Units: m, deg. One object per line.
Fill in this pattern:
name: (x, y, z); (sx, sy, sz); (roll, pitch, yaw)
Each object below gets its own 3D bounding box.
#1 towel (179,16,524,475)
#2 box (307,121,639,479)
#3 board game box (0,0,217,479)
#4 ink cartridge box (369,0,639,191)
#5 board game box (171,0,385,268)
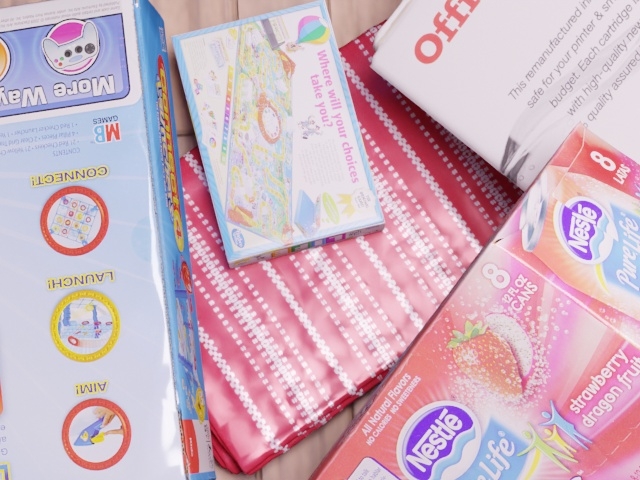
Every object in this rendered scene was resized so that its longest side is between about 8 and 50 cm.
towel: (0.000, 0.000, 1.030); (0.275, 0.031, 0.199); (-35, 82, -6)
box: (0.107, 0.105, 0.877); (0.154, 0.300, 0.142); (35, 40, 5)
board game box: (-0.236, 0.020, 0.979); (0.308, 0.086, 0.301); (-7, 83, 7)
ink cartridge box: (0.198, -0.100, 0.934); (0.273, 0.114, 0.197); (40, 104, 13)
board game box: (-0.028, -0.069, 1.015); (0.103, 0.026, 0.154); (-14, 79, -3)
